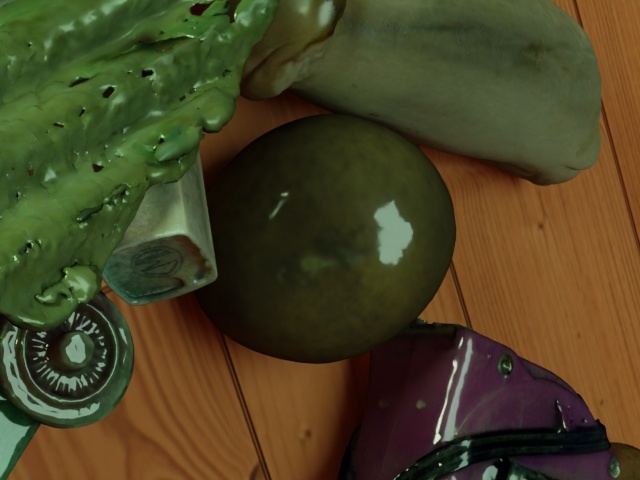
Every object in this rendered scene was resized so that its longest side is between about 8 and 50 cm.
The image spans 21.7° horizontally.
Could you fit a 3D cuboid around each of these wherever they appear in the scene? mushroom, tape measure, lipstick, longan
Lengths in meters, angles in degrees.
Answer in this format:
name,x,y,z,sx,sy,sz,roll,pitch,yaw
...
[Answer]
name,x,y,z,sx,sy,sz,roll,pitch,yaw
mushroom,0.081,-0.146,1.257,0.407,0.137,0.154,12,92,-50
tape measure,0.115,0.196,1.257,0.245,0.149,0.231,23,71,-41
lipstick,-0.113,-0.084,1.013,0.079,0.077,0.253,60,16,-53
longan,0.000,0.000,1.150,0.187,0.167,0.167,-25,106,-24

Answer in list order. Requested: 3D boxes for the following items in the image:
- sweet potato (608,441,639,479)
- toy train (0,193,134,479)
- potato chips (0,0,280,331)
name,x,y,z,sx,sy,sz,roll,pitch,yaw
sweet potato,0.241,0.205,1.449,0.218,0.051,0.065,10,79,-43
toy train,-0.247,0.085,0.926,0.221,0.150,0.304,40,62,-24
potato chips,-0.206,-0.160,0.888,0.373,0.097,0.389,30,57,-7
